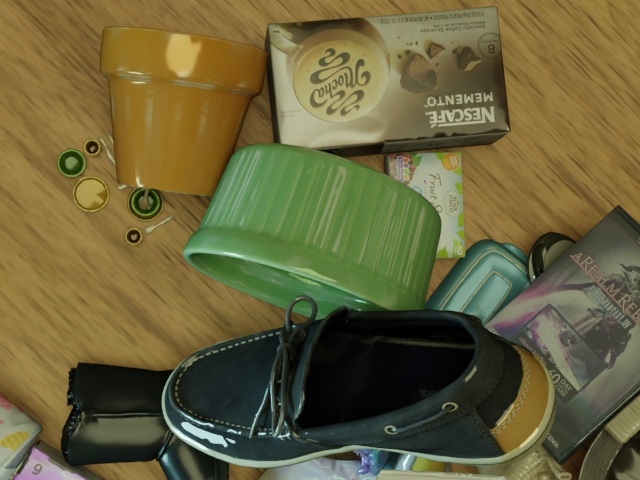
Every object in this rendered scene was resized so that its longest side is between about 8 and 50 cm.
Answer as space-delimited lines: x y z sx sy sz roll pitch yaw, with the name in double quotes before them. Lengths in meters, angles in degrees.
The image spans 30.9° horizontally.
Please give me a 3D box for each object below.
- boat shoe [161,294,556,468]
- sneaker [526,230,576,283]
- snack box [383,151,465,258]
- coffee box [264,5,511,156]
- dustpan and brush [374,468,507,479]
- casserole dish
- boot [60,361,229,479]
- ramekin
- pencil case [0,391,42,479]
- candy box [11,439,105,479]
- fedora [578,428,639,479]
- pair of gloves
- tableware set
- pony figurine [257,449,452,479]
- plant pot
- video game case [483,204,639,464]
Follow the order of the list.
"boat shoe" 0.009 0.153 1.283 0.156 0.500 0.187 47 52 -41
"sneaker" 0.376 0.098 1.518 0.100 0.108 0.271 -38 92 -22
"snack box" 0.138 -0.045 1.544 0.100 0.037 0.141 -2 88 -7
"coffee box" 0.084 -0.199 1.505 0.297 0.119 0.168 -5 87 -5
"dustpan and brush" 0.119 0.347 1.188 0.147 0.060 0.211 4 104 -5
"casserole dish" 0.213 0.085 1.547 0.114 0.037 0.188 38 86 -2
"boot" -0.221 0.274 1.467 0.207 0.094 0.246 -2 81 -9
"ramekin" 0.000 0.000 1.405 0.303 0.303 0.148 20 78 -4
"pencil case" -0.477 0.193 1.434 0.273 0.124 0.113 40 84 -3
"candy box" -0.342 0.382 1.464 0.165 0.070 0.196 33 85 -3
"fedora" 0.446 0.321 1.514 0.275 0.124 0.244 32 86 -6
"pair of gloves" 0.280 0.208 1.466 0.240 0.042 0.204 -42 54 13
"tableware set" -0.270 -0.066 1.514 0.104 0.024 0.154 -32 91 -6
"pony figurine" 0.088 0.335 1.404 0.303 0.363 0.351 28 101 -11
"plant pot" -0.179 -0.156 1.442 0.205 0.205 0.188 8 94 -5
"video game case" 0.334 0.114 1.436 0.274 0.026 0.196 -43 59 6
